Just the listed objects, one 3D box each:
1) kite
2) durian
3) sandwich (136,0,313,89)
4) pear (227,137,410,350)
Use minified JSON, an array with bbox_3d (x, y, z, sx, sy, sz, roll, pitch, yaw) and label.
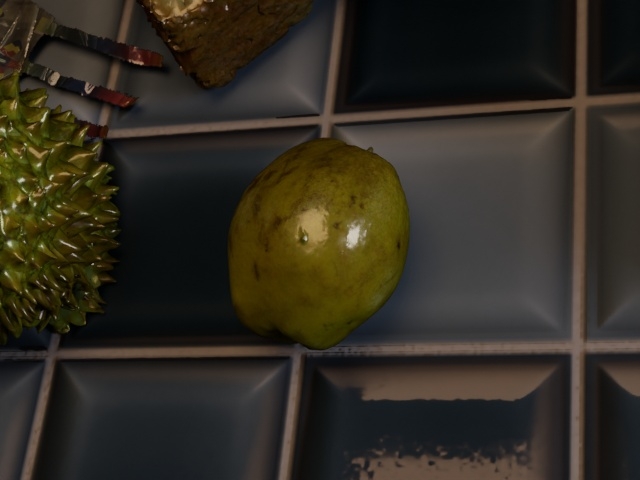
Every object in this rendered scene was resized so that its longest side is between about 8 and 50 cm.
[{"bbox_3d":[-0.228,-0.133,0.932,0.245,0.015,0.141,19,71,30],"label":"kite"},{"bbox_3d":[-0.251,-0.022,0.794,0.237,0.176,0.200,11,86,11],"label":"durian"},{"bbox_3d":[-0.026,-0.279,0.900,0.301,0.099,0.271,-32,52,3],"label":"sandwich"},{"bbox_3d":[0.000,0.000,0.732,0.107,0.107,0.131,19,77,26],"label":"pear"}]
